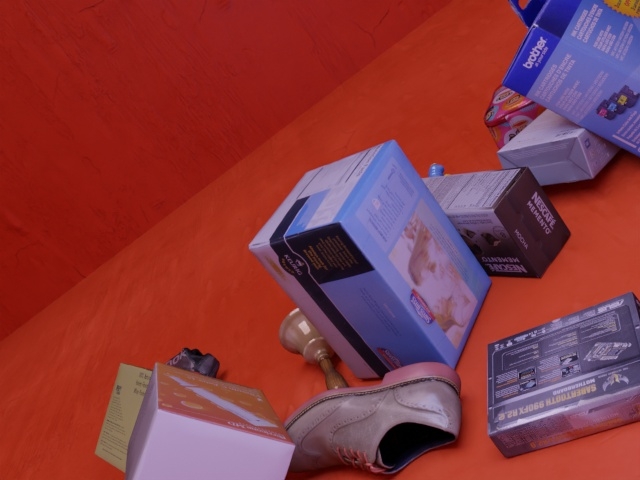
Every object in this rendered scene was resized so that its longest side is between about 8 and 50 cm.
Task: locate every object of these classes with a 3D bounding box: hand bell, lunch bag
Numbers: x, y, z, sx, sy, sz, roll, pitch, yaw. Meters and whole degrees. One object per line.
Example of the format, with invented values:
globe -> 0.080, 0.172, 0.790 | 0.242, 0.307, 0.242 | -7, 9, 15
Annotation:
hand bell -> 0.012, 0.238, 1.384 | 0.126, 0.126, 0.242 | -38, 33, 2
lunch bag -> 0.534, -0.336, 1.635 | 0.293, 0.120, 0.258 | -20, 25, 37

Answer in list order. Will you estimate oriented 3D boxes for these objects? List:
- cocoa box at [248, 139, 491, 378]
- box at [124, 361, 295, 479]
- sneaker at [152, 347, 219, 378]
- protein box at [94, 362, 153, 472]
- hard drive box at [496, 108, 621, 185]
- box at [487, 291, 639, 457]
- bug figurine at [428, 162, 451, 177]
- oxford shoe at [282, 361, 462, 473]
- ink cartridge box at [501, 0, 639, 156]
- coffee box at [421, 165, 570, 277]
cocoa box -> 0.098, 0.044, 1.258 | 0.228, 0.347, 0.231 | -16, 31, 44
box -> -0.195, 0.339, 1.183 | 0.345, 0.215, 0.168 | -170, 98, -76
sneaker -> -0.345, 0.331, 1.741 | 0.276, 0.097, 0.135 | -16, 32, 41
protein box -> -0.354, 0.379, 1.507 | 0.200, 0.136, 0.201 | -5, 68, 55
hard drive box -> 0.488, -0.200, 1.394 | 0.232, 0.089, 0.181 | -38, 20, -33
box -> 0.345, 0.184, 0.988 | 0.231, 0.056, 0.183 | -28, 25, 27
bug figurine -> 0.200, -0.085, 1.720 | 0.279, 0.072, 0.216 | -30, 24, 21
oxford shoe -> 0.060, 0.306, 1.120 | 0.348, 0.123, 0.130 | -31, 30, 25
ink cartridge box -> 0.509, -0.337, 1.284 | 0.270, 0.395, 0.151 | -56, -10, -35
coffee box -> 0.288, -0.030, 1.347 | 0.119, 0.168, 0.297 | -49, 25, -23
